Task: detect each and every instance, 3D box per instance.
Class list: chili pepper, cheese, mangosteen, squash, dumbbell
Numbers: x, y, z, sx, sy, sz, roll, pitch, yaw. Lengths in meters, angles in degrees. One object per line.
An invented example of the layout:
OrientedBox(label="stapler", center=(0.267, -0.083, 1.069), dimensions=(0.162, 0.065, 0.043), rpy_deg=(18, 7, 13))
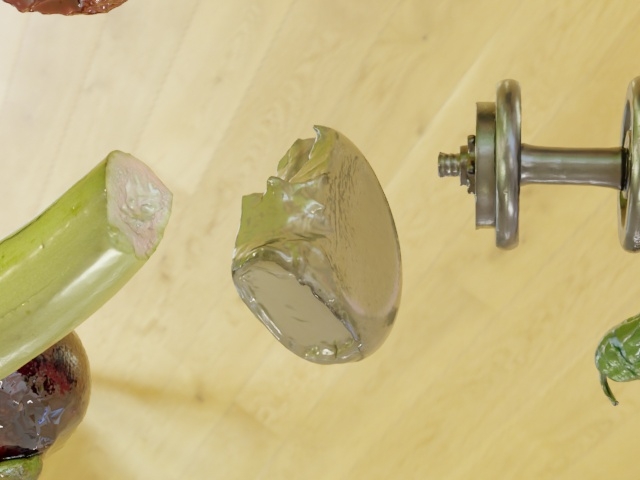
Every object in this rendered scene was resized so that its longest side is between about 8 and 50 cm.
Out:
OrientedBox(label="chili pepper", center=(0.397, 0.117, 1.587), dimensions=(0.100, 0.074, 0.257), rpy_deg=(54, 149, -12))
OrientedBox(label="cheese", center=(0.000, 0.000, 1.161), dimensions=(0.091, 0.202, 0.175), rpy_deg=(-18, 134, 26))
OrientedBox(label="mangosteen", center=(-0.324, 0.153, 1.376), dimensions=(0.216, 0.216, 0.216), rpy_deg=(22, 138, 21))
OrientedBox(label="squash", center=(-0.199, 0.037, 0.870), dimensions=(0.250, 0.083, 0.083), rpy_deg=(-32, 106, 21))
OrientedBox(label="dumbbell", center=(0.271, -0.081, 1.525), dimensions=(0.290, 0.192, 0.192), rpy_deg=(1, 132, 8))

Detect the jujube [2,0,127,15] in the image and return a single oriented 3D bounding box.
OrientedBox(label="jujube", center=(-0.129, -0.203, 0.741), dimensions=(0.112, 0.176, 0.109), rpy_deg=(23, 151, -31))
